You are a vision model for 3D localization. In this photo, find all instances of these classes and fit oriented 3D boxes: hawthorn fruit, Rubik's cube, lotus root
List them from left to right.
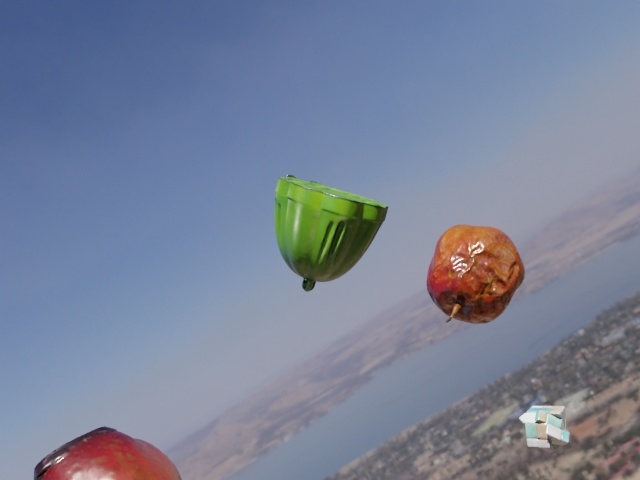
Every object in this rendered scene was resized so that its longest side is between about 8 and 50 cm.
[{"bbox_3d":[-0.284,0.385,1.058,0.215,0.249,0.215,-28,-50,-41],"label":"hawthorn fruit"},{"bbox_3d":[0.000,0.000,1.168,0.186,0.186,0.186,-30,-7,-4],"label":"lotus root"},{"bbox_3d":[0.309,0.093,1.547,0.207,0.207,0.243,-39,12,50],"label":"hawthorn fruit"},{"bbox_3d":[0.402,0.337,1.325,0.075,0.084,0.073,-26,-12,29],"label":"Rubik's cube"}]
